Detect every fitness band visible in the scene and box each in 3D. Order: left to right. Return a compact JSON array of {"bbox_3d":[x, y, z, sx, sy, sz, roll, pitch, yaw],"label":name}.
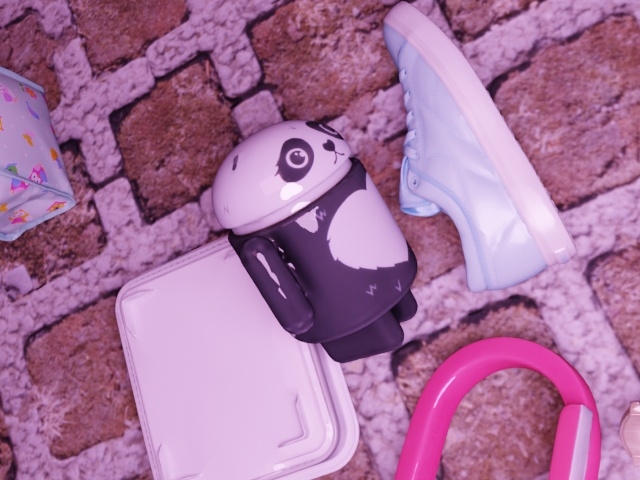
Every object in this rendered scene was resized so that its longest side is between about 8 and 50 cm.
[{"bbox_3d":[0.173,0.237,0.787,0.209,0.054,0.290,-4,59,48],"label":"fitness band"}]

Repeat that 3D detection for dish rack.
[{"bbox_3d":[-0.125,0.156,0.969,0.286,0.072,0.332,-23,73,15],"label":"dish rack"}]

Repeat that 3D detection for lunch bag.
[{"bbox_3d":[-0.493,-0.139,1.066,0.160,0.262,0.223,-27,72,14],"label":"lunch bag"}]

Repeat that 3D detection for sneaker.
[{"bbox_3d":[0.136,-0.107,0.883,0.150,0.135,0.365,-30,69,10],"label":"sneaker"}]

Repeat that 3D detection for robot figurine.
[{"bbox_3d":[0.001,0.000,0.855,0.174,0.209,0.278,-33,106,-4],"label":"robot figurine"}]

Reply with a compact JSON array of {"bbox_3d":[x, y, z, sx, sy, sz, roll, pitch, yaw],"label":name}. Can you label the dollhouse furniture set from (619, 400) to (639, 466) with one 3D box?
[{"bbox_3d":[0.334,0.132,0.730,0.101,0.182,0.160,-3,79,21],"label":"dollhouse furniture set"}]
